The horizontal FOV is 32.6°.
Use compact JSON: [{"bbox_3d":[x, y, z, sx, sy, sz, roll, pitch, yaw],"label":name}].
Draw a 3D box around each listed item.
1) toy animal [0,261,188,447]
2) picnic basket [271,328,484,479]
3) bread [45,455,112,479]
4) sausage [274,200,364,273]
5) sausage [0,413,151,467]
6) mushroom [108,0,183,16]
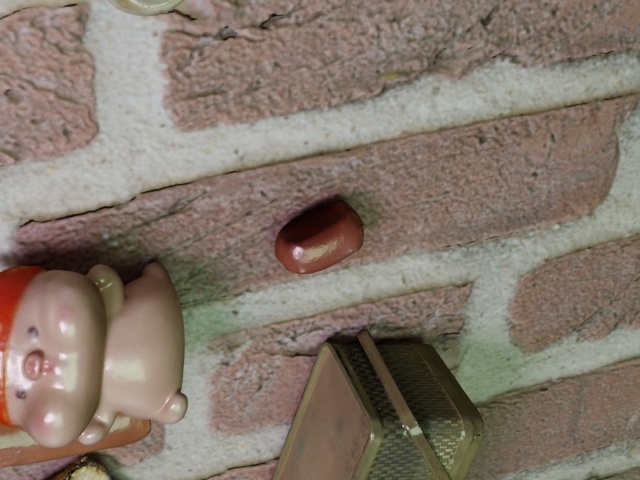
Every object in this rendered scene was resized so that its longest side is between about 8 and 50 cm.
[{"bbox_3d":[-0.224,0.097,0.998,0.197,0.171,0.171,1,123,-29],"label":"toy animal"},{"bbox_3d":[0.055,0.245,1.219,0.139,0.165,0.267,4,121,-26],"label":"picnic basket"},{"bbox_3d":[-0.269,0.295,1.190,0.126,0.044,0.129,-40,127,-3],"label":"bread"},{"bbox_3d":[0.000,0.000,1.088,0.094,0.059,0.054,-28,136,-7],"label":"sausage"},{"bbox_3d":[-0.327,0.181,1.058,0.326,0.079,0.087,-2,135,-21],"label":"sausage"},{"bbox_3d":[-0.138,-0.217,0.865,0.083,0.067,0.084,-8,122,-12],"label":"mushroom"}]
